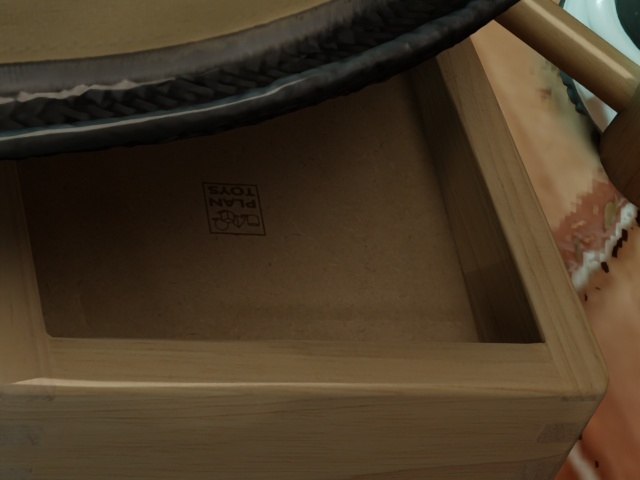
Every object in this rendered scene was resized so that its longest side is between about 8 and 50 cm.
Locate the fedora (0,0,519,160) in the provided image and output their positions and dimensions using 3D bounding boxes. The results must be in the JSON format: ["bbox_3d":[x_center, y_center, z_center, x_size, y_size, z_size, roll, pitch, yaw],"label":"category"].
[{"bbox_3d":[-0.102,-0.145,0.393,0.334,0.152,0.334,5,32,-3],"label":"fedora"}]

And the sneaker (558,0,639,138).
[{"bbox_3d":[0.203,-0.017,0.583,0.271,0.108,0.100,34,46,-6],"label":"sneaker"}]

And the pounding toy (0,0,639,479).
[{"bbox_3d":[0.003,-0.007,0.463,0.206,0.094,0.181,2,47,-22],"label":"pounding toy"}]
